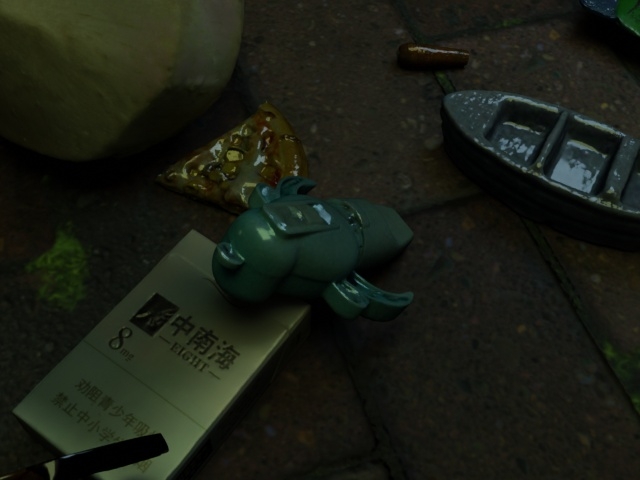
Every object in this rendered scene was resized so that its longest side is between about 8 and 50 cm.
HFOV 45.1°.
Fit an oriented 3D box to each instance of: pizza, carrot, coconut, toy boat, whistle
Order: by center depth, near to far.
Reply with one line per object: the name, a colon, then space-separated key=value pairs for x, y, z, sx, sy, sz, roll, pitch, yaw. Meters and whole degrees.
whistle: x=0.000 y=0.000 z=0.741 sx=0.274 sy=0.093 sz=0.186 roll=-8 pitch=52 yaw=-51
coconut: x=-0.256 y=-0.258 z=0.834 sx=0.352 sy=0.353 sz=0.353 roll=1 pitch=55 yaw=-2
toy boat: x=0.262 y=-0.091 z=0.875 sx=0.282 sy=0.078 sz=0.127 roll=26 pitch=59 yaw=15
pizza: x=-0.100 y=-0.092 z=0.883 sx=0.176 sy=0.036 sz=0.185 roll=3 pitch=55 yaw=0
carrot: x=0.145 y=-0.239 z=1.001 sx=0.093 sy=0.032 sz=0.032 roll=3 pitch=55 yaw=-6

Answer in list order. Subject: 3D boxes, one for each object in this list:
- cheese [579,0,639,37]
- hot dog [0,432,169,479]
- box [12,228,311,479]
cheese: x=0.496 y=-0.267 z=1.004 sx=0.320 sy=0.083 sz=0.204 roll=29 pitch=61 yaw=14
hot dog: x=-0.262 y=0.243 z=0.563 sx=0.326 sy=0.194 sz=0.107 roll=-24 pitch=76 yaw=27
box: x=-0.137 y=0.120 z=0.718 sx=0.155 sy=0.067 sz=0.243 roll=33 pitch=60 yaw=16
